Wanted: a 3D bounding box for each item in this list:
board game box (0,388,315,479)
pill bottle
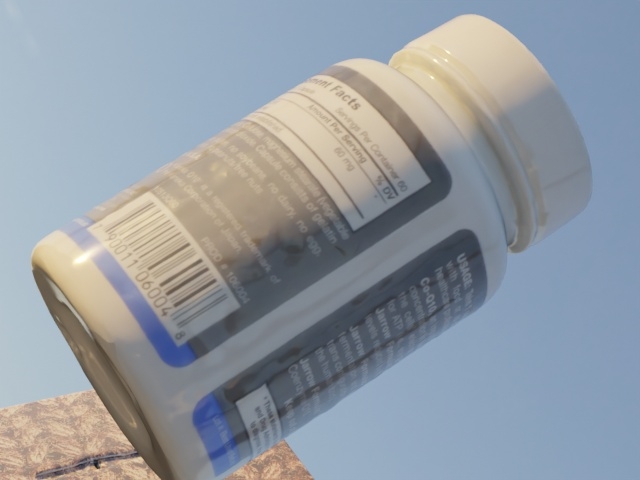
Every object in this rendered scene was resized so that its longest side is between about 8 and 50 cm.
[{"bbox_3d":[-0.148,0.249,0.990,0.141,0.232,0.291,48,-43,44],"label":"board game box"},{"bbox_3d":[0.000,0.000,0.427,0.078,0.137,0.078,51,-17,23],"label":"pill bottle"}]
